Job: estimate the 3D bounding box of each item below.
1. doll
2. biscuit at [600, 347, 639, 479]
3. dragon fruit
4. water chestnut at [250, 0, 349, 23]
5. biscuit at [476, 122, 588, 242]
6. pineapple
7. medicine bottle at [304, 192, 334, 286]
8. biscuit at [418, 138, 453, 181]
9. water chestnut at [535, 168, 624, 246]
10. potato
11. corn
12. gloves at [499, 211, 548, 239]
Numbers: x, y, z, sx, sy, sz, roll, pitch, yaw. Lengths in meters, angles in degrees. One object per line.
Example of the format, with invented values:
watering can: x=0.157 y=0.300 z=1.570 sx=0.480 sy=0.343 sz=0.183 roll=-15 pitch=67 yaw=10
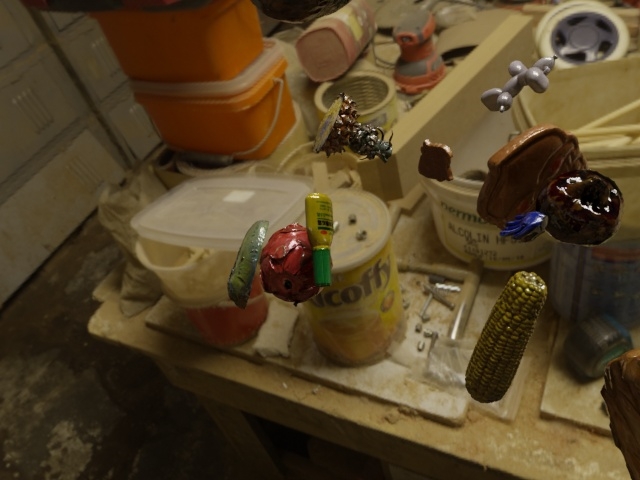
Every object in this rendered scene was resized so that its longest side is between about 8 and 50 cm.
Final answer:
doll: x=0.446 y=-0.349 z=1.252 sx=0.161 sy=0.059 sz=0.160 roll=-47 pitch=19 yaw=10
biscuit: x=0.491 y=0.295 z=0.736 sx=0.107 sy=0.326 sz=0.326 roll=-16 pitch=43 yaw=1
dragon fruit: x=-0.075 y=0.071 z=1.726 sx=0.241 sy=0.241 sz=0.252 roll=-20 pitch=11 yaw=-1
water chestnut: x=-0.036 y=-0.477 z=0.837 sx=0.289 sy=0.289 sz=0.244 roll=-17 pitch=26 yaw=3
biscuit: x=0.654 y=-0.170 z=1.711 sx=0.350 sy=0.455 sz=0.078 roll=-57 pitch=42 yaw=15
pineapple: x=0.145 y=-0.388 z=2.118 sx=0.271 sy=0.262 sz=0.262 roll=23 pitch=43 yaw=-16
medicine bottle: x=0.000 y=0.000 z=1.571 sx=0.064 sy=0.095 sz=0.260 roll=-13 pitch=74 yaw=41
biscuit: x=0.439 y=-0.298 z=2.155 sx=0.043 sy=0.280 sz=0.183 roll=-27 pitch=86 yaw=-11
water chestnut: x=0.703 y=-0.092 z=1.503 sx=0.223 sy=0.238 sz=0.224 roll=5 pitch=55 yaw=-7
potato: x=-0.161 y=0.047 z=1.220 sx=0.054 sy=0.198 sz=0.119 roll=16 pitch=2 yaw=-7
corn: x=0.450 y=0.245 z=1.385 sx=0.120 sy=0.363 sz=0.120 roll=14 pitch=18 yaw=-5
gloves: x=0.369 y=-0.026 z=1.031 sx=0.064 sy=0.026 sz=0.086 roll=-47 pitch=22 yaw=-25
